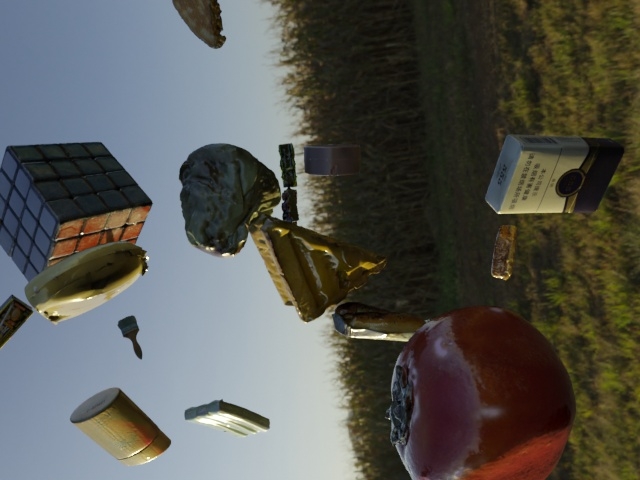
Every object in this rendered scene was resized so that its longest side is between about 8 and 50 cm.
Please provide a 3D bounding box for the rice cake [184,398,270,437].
[{"bbox_3d":[-0.251,0.485,1.510,0.237,0.127,0.043,45,-150,-46],"label":"rice cake"}]

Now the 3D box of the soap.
[{"bbox_3d":[0.000,0.000,1.451,0.169,0.304,0.338,32,151,47],"label":"soap"}]

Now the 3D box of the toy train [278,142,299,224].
[{"bbox_3d":[-0.090,-0.159,1.610,0.085,0.053,0.249,74,-168,-80],"label":"toy train"}]

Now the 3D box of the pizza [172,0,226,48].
[{"bbox_3d":[-0.289,-0.596,1.391,0.188,0.062,0.199,48,151,-4],"label":"pizza"}]

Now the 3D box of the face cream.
[{"bbox_3d":[-0.519,0.503,1.470,0.067,0.139,0.285,52,168,47],"label":"face cream"}]

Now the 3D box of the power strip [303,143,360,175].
[{"bbox_3d":[0.031,-0.217,1.475,0.154,0.154,0.078,-81,-10,-77],"label":"power strip"}]

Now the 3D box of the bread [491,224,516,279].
[{"bbox_3d":[0.453,0.029,1.366,0.074,0.053,0.132,-51,-35,-57],"label":"bread"}]

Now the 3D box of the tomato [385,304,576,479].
[{"bbox_3d":[0.260,0.277,0.934,0.293,0.290,0.325,-106,16,-59],"label":"tomato"}]

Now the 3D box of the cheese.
[{"bbox_3d":[-0.613,0.103,1.495,0.128,0.316,0.259,63,165,6],"label":"cheese"}]

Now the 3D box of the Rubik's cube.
[{"bbox_3d":[-0.819,-0.088,1.811,0.337,0.343,0.344,46,-148,16],"label":"Rubik's cube"}]

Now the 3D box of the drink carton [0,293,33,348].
[{"bbox_3d":[-0.872,0.236,1.518,0.071,0.165,0.056,45,165,-28],"label":"drink carton"}]

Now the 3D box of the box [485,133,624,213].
[{"bbox_3d":[0.506,-0.141,1.205,0.071,0.259,0.168,-110,23,-53],"label":"box"}]

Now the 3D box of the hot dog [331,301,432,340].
[{"bbox_3d":[0.164,0.213,1.447,0.162,0.270,0.081,-113,28,-87],"label":"hot dog"}]

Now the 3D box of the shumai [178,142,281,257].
[{"bbox_3d":[-0.276,-0.090,1.606,0.304,0.309,0.263,109,170,-61],"label":"shumai"}]

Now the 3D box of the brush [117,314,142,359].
[{"bbox_3d":[-0.686,0.358,2.033,0.196,0.070,0.021,54,161,35],"label":"brush"}]
